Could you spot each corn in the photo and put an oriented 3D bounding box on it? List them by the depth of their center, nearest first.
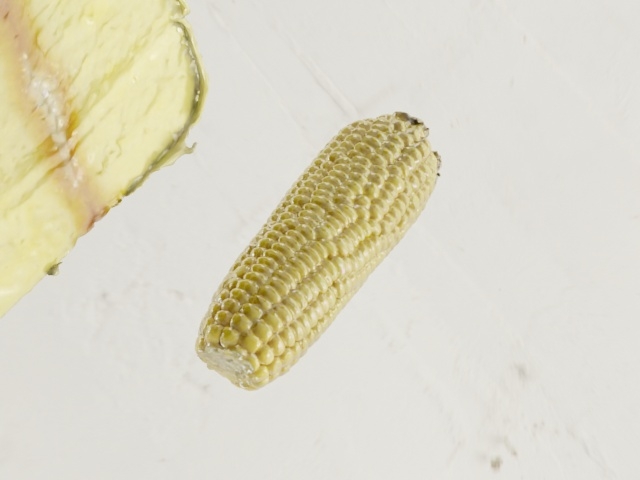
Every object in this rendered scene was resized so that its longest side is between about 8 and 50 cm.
[{"bbox_3d":[0.000,0.000,1.062,0.106,0.106,0.305,35,-129,8],"label":"corn"}]

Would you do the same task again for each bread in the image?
[{"bbox_3d":[-0.179,-0.086,0.765,0.198,0.236,0.263,44,-110,-7],"label":"bread"}]
